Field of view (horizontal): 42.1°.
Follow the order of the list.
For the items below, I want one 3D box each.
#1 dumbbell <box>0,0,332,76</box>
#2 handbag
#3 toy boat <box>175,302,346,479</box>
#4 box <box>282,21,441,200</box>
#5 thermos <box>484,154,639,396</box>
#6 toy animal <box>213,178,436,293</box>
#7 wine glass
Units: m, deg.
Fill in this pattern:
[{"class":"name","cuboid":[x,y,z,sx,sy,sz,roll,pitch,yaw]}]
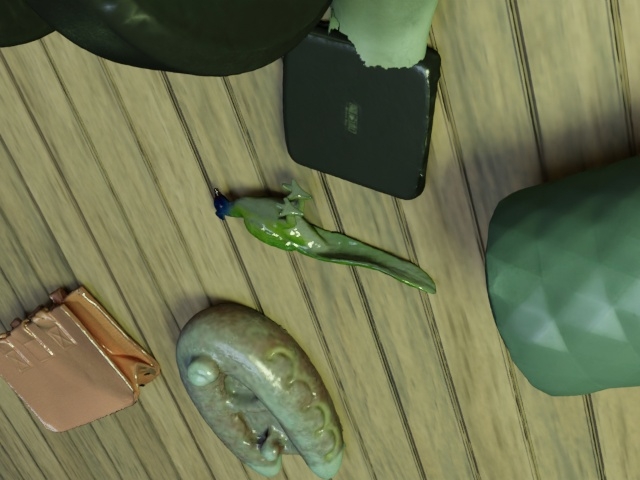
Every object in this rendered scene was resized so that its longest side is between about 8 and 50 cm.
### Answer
[{"class":"dumbbell","cuboid":[-0.153,-0.209,0.486,0.322,0.204,0.204,15,132,41]},{"class":"handbag","cuboid":[-0.306,0.146,1.006,0.212,0.059,0.157,-27,108,41]},{"class":"toy boat","cuboid":[-0.072,0.170,0.861,0.155,0.085,0.227,-7,119,37]},{"class":"box","cuboid":[0.028,-0.100,0.633,0.125,0.027,0.126,20,133,21]},{"class":"thermos","cuboid":[0.260,0.012,0.499,0.286,0.145,0.182,-16,146,38]},{"class":"toy animal","cuboid":[-0.002,-0.010,0.704,0.217,0.041,0.075,18,150,17]},{"class":"wine glass","cuboid":[0.047,-0.205,0.499,0.079,0.079,0.195,21,131,17]}]
